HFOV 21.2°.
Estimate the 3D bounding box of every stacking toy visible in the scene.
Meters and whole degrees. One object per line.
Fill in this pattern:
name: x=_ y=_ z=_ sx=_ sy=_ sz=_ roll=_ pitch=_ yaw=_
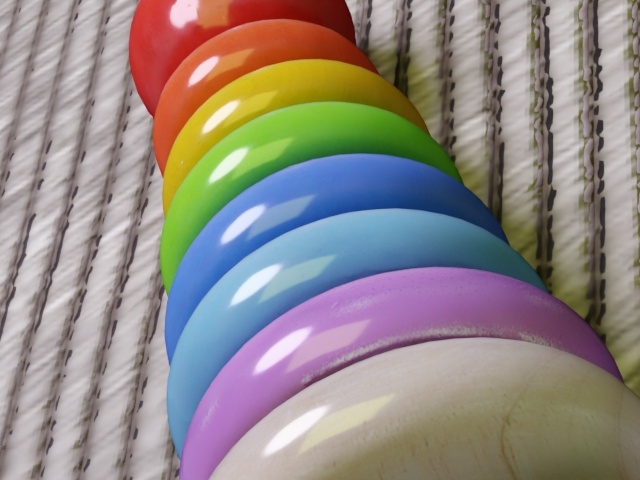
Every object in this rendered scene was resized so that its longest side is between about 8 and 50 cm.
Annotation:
stacking toy: x=0.000 y=0.000 z=0.579 sx=0.141 sy=0.141 sz=0.330 roll=-31 pitch=37 yaw=8
